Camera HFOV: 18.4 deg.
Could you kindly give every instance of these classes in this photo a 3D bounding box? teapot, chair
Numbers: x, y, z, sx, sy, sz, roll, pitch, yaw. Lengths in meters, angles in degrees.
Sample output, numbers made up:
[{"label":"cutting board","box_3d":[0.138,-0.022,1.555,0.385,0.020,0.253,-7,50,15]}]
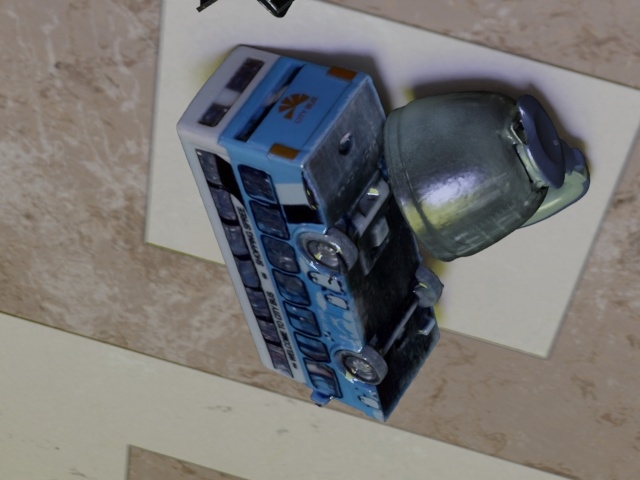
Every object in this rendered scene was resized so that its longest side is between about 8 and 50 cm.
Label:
[{"label":"teapot","box_3d":[0.117,-0.039,1.325,0.108,0.111,0.149,-19,127,25]},{"label":"chair","box_3d":[-0.037,-0.164,1.284,0.086,0.037,0.042,-27,114,41]}]

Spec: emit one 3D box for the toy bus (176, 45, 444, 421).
[{"label":"toy bus","box_3d":[0.000,0.000,1.419,0.131,0.106,0.297,20,148,26]}]
